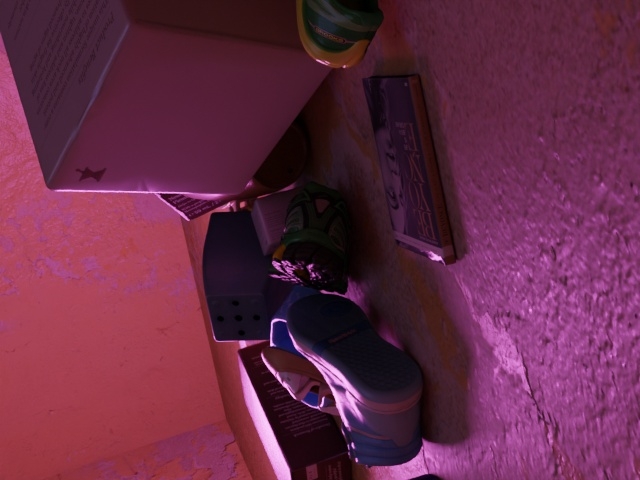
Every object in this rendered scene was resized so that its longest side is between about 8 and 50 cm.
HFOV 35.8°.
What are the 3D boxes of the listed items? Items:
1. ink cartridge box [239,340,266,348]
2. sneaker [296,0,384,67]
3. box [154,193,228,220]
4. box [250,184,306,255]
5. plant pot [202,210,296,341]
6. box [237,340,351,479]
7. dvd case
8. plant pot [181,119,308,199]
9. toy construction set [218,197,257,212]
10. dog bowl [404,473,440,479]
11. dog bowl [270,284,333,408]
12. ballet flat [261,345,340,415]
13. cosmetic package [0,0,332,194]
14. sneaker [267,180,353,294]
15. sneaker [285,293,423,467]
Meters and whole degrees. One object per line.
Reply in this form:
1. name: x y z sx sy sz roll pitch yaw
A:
1. ink cartridge box: -0.151 0.247 2.450 0.090 0.092 0.143 171 82 -76
2. sneaker: 0.013 -0.347 1.128 0.123 0.109 0.296 -32 72 54
3. box: -0.257 -0.177 1.939 0.203 0.168 0.167 42 -153 -53
4. box: -0.061 -0.034 1.735 0.102 0.101 0.087 128 124 -74
5. plant pot: -0.133 0.076 1.838 0.234 0.165 0.166 -80 -15 -56
6. box: -0.060 0.407 2.182 0.381 0.143 0.191 -119 19 -48
7. dvd case: 0.103 -0.088 1.192 0.164 0.018 0.221 -153 48 -72
8. plant pot: -0.136 -0.163 1.696 0.254 0.237 0.237 23 129 54
9. toy construction set: -0.178 -0.024 2.120 0.215 0.151 0.328 27 143 41
10. dog bowl: 0.157 0.486 1.462 0.265 0.104 0.265 164 90 -77
11. dog bowl: -0.016 0.197 1.745 0.166 0.074 0.297 38 153 20
12. ballet flat: -0.005 0.236 1.615 0.232 0.073 0.080 15 150 22
13. cosmetic package: -0.242 -0.316 1.433 0.329 0.327 0.394 -49 54 41
14. sneaker: 0.000 0.000 1.557 0.343 0.134 0.146 120 166 -80
15. sneaker: 0.047 0.227 1.517 0.319 0.127 0.208 44 148 54
